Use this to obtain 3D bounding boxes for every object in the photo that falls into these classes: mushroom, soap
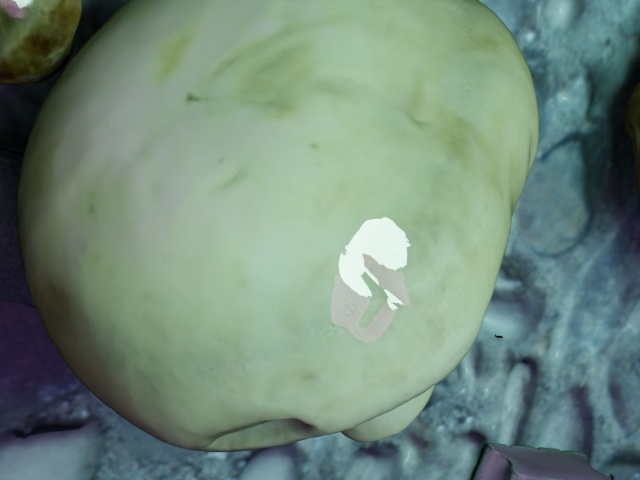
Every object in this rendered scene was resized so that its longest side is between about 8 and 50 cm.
[{"bbox_3d":[-0.003,-0.025,1.164,0.353,0.353,0.325,25,120,-35],"label":"mushroom"},{"bbox_3d":[0.176,0.289,1.629,0.122,0.065,0.203,9,108,-32],"label":"soap"}]

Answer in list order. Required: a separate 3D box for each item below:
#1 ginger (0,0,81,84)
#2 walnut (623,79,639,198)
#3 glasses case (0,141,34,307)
[{"bbox_3d":[-0.336,-0.132,1.085,0.375,0.176,0.256,-30,140,-12],"label":"ginger"},{"bbox_3d":[0.402,-0.071,1.442,0.344,0.306,0.306,18,104,-35],"label":"walnut"},{"bbox_3d":[-0.202,-0.007,1.279,0.282,0.067,0.109,14,109,-34],"label":"glasses case"}]
